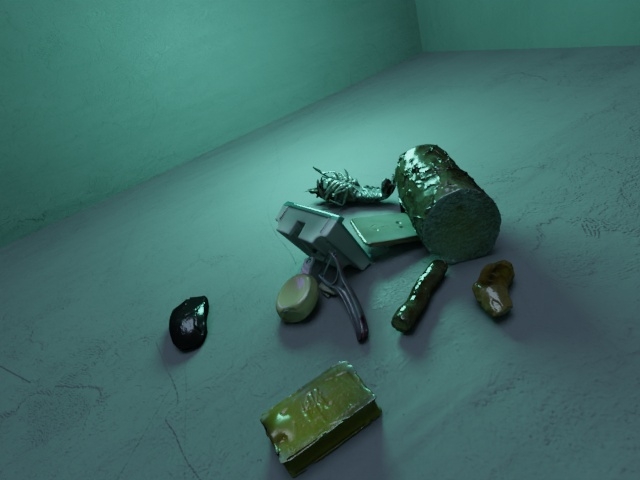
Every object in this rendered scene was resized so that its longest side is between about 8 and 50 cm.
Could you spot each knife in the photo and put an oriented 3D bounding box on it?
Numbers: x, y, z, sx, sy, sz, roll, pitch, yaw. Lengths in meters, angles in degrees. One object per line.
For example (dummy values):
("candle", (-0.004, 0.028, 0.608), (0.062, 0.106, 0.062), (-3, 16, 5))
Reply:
("knife", (0.075, 0.151, 1.140), (0.053, 0.123, 0.278), (-5, 44, -25))

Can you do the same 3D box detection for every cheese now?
("cheese", (-0.058, 0.136, 1.239), (0.137, 0.064, 0.227), (-16, 41, 32))

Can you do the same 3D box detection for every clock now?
("clock", (0.000, 0.000, 1.318), (0.262, 0.231, 0.116), (21, 70, 46))

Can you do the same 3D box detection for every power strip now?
("power strip", (0.219, -0.020, 1.372), (0.213, 0.064, 0.198), (-8, 29, -7))

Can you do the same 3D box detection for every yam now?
("yam", (0.360, -0.127, 1.245), (0.241, 0.241, 0.348), (-18, 42, 2))
("yam", (0.267, 0.140, 1.103), (0.061, 0.061, 0.253), (9, 41, 38))

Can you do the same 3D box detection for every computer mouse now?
("computer mouse", (-0.411, 0.247, 1.293), (0.122, 0.073, 0.217), (-21, 30, -3))

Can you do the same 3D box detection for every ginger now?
("ginger", (0.436, 0.119, 1.036), (0.095, 0.068, 0.190), (-1, 37, 36))

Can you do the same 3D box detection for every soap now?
("soap", (0.000, 0.368, 0.882), (0.233, 0.076, 0.135), (-28, 34, -16))

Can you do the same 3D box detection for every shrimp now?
("shrimp", (0.103, -0.212, 1.658), (0.411, 0.165, 0.221), (16, 42, 26))

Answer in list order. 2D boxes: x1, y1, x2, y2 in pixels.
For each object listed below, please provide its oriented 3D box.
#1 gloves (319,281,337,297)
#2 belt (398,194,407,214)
("gloves", (0.018, 0.147, 1.256), (0.081, 0.037, 0.044), (16, 79, 39))
("belt", (0.369, -0.160, 1.491), (0.151, 0.078, 0.198), (15, 48, 41))
